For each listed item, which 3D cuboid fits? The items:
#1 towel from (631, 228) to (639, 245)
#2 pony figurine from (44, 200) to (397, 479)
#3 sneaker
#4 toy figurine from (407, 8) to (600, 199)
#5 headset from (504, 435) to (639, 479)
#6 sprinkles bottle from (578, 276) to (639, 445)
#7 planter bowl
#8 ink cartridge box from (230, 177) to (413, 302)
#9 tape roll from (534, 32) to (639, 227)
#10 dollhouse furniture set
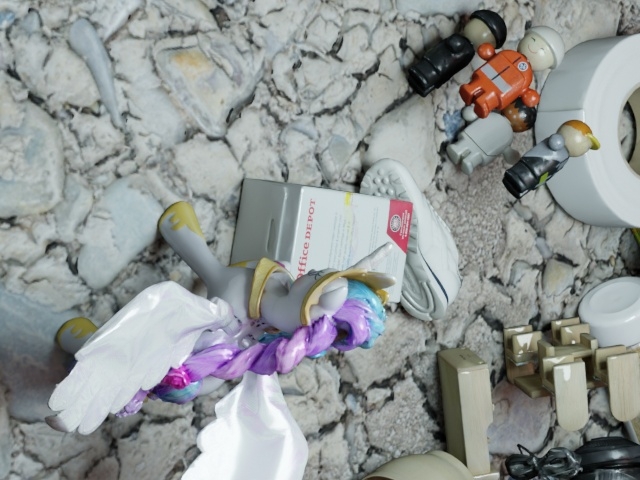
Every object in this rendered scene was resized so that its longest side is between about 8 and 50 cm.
[{"bbox_3d":[0.539,-0.018,2.005,0.102,0.021,0.237,-42,115,-24],"label":"towel"},{"bbox_3d":[-0.120,0.113,1.314,0.351,0.363,0.303,-50,123,-21],"label":"pony figurine"},{"bbox_3d":[0.123,-0.012,1.671,0.095,0.090,0.235,-44,125,-39],"label":"sneaker"},{"bbox_3d":[0.240,-0.180,1.644,0.148,0.213,0.209,-38,118,-12],"label":"toy figurine"},{"bbox_3d":[0.430,0.388,1.837,0.394,0.185,0.243,28,59,-25],"label":"headset"},{"bbox_3d":[0.508,0.228,1.967,0.121,0.121,0.355,-40,119,-26],"label":"sprinkles bottle"},{"bbox_3d":[0.141,0.347,1.685,0.109,0.162,0.162,-36,117,-38],"label":"planter bowl"},{"bbox_3d":[0.000,0.000,1.539,0.176,0.127,0.128,8,92,-38],"label":"ink cartridge box"},{"bbox_3d":[0.448,-0.158,1.863,0.286,0.100,0.286,-2,94,-34],"label":"tape roll"},{"bbox_3d":[0.297,0.222,1.754,0.242,0.212,0.161,-8,101,-10],"label":"dollhouse furniture set"}]
